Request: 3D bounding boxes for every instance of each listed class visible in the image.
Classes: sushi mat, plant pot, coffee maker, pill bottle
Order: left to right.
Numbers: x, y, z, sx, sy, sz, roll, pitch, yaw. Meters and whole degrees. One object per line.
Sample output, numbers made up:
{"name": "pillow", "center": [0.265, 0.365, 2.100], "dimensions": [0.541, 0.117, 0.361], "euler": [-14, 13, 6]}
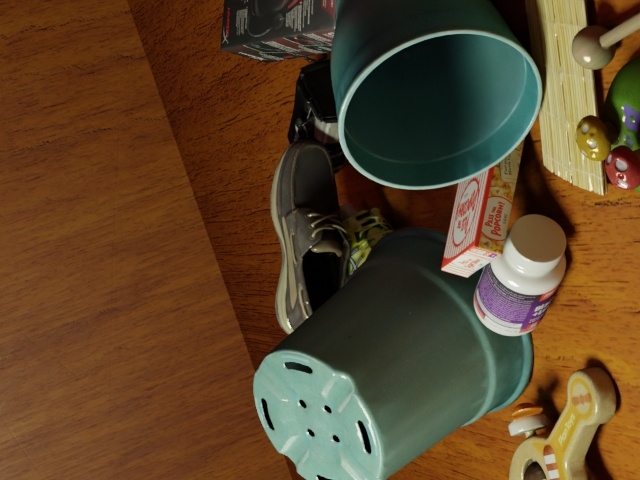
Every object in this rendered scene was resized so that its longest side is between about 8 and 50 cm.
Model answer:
{"name": "coffee maker", "center": [0.006, -0.235, 2.498], "dimensions": [0.178, 0.120, 0.171], "euler": [105, 165, -59]}
{"name": "plant pot", "center": [0.097, 0.201, 2.132], "dimensions": [0.341, 0.334, 0.341], "euler": [24, 130, 32]}
{"name": "plant pot", "center": [0.131, -0.254, 1.864], "dimensions": [0.271, 0.272, 0.255], "euler": [90, 168, -48]}
{"name": "pill bottle", "center": [0.286, 0.047, 1.952], "dimensions": [0.108, 0.108, 0.193], "euler": [61, 161, 26]}
{"name": "sushi mat", "center": [0.308, -0.217, 1.747], "dimensions": [0.151, 0.019, 0.316], "euler": [-141, 35, -59]}

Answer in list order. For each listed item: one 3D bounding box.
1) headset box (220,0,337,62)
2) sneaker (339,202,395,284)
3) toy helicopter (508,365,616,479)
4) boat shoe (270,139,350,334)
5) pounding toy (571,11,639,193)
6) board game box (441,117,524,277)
{"name": "headset box", "center": [-0.013, -0.399, 2.092], "dimensions": [0.293, 0.110, 0.218], "euler": [-3, 81, 46]}
{"name": "sneaker", "center": [0.091, 0.027, 2.451], "dimensions": [0.385, 0.145, 0.147], "euler": [18, 126, 66]}
{"name": "toy helicopter", "center": [0.357, 0.305, 2.058], "dimensions": [0.355, 0.140, 0.235], "euler": [104, 152, -43]}
{"name": "boat shoe", "center": [0.000, 0.000, 2.411], "dimensions": [0.130, 0.132, 0.355], "euler": [5, 99, 58]}
{"name": "pounding toy", "center": [0.346, -0.136, 1.574], "dimensions": [0.236, 0.110, 0.183], "euler": [70, 162, -3]}
{"name": "board game box", "center": [0.230, -0.058, 1.943], "dimensions": [0.147, 0.045, 0.193], "euler": [133, 151, -70]}
